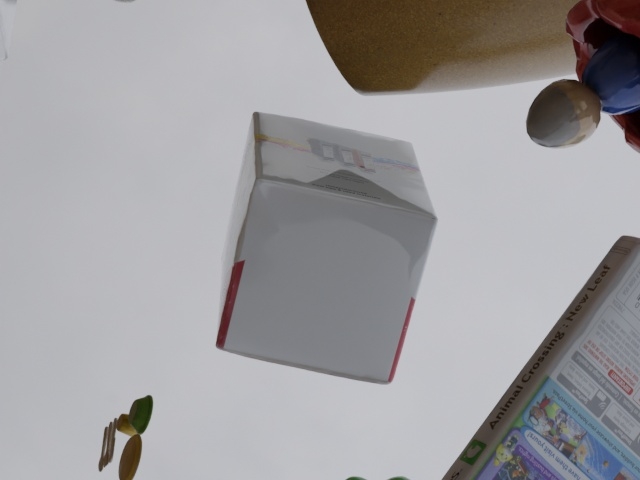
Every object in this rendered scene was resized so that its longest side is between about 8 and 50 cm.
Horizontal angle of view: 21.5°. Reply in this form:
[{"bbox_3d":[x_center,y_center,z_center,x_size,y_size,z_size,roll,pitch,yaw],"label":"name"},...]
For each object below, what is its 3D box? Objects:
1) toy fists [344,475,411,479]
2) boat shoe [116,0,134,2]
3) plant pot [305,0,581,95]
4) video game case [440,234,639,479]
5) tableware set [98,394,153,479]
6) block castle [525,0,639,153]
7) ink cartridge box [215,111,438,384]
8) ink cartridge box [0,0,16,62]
[{"bbox_3d":[0.119,0.273,1.243,0.142,0.279,0.096,-61,179,0],"label":"toy fists"},{"bbox_3d":[-0.172,-0.232,1.215,0.340,0.127,0.158,-23,-135,21],"label":"boat shoe"},{"bbox_3d":[0.121,-0.202,1.181,0.254,0.237,0.237,-23,-146,16],"label":"plant pot"},{"bbox_3d":[0.165,0.136,0.839,0.193,0.212,0.023,-52,-157,-10],"label":"video game case"},{"bbox_3d":[-0.175,0.220,1.518,0.104,0.024,0.154,-44,-145,50],"label":"tableware set"},{"bbox_3d":[0.210,-0.135,0.573,0.213,0.303,0.453,-33,-155,-14],"label":"block castle"},{"bbox_3d":[0.000,0.000,1.193,0.176,0.127,0.128,-96,-162,-71],"label":"ink cartridge box"},{"bbox_3d":[-0.271,-0.250,0.886,0.270,0.198,0.197,91,-4,-46],"label":"ink cartridge box"}]
